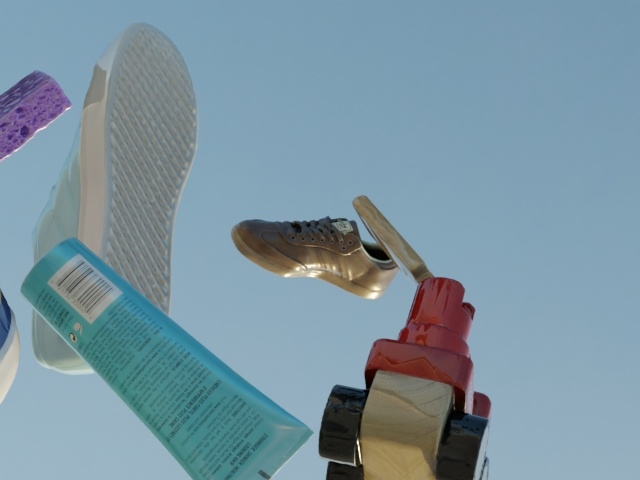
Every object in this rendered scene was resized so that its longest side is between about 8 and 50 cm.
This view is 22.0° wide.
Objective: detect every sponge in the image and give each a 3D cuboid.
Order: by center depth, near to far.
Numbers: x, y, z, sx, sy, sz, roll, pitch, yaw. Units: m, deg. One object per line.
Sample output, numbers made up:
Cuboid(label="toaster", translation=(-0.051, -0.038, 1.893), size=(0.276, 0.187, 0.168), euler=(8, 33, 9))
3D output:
Cuboid(label="sponge", translation=(-0.289, -0.057, 1.288), size=(0.031, 0.210, 0.117), euler=(53, -9, -18))

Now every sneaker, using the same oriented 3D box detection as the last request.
Cuboid(label="sneaker", translation=(-0.222, -0.043, 1.599), size=(0.150, 0.366, 0.135), euler=(-14, -34, 35))
Cuboid(label="sneaker", translation=(0.000, 0.000, 1.641), size=(0.071, 0.188, 0.066), euler=(-57, -144, 23))

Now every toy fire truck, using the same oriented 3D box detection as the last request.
Cuboid(label="toy fire truck", translation=(0.073, 0.104, 1.301), size=(0.158, 0.246, 0.217), euler=(11, -33, 13))

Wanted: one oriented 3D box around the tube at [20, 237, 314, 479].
Cuboid(label="tube", translation=(-0.106, 0.084, 1.066), size=(0.207, 0.052, 0.080), euler=(42, -81, 12))

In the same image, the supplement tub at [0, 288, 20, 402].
Cuboid(label="supplement tub", translation=(-0.320, -0.020, 0.880), size=(0.228, 0.228, 0.316), euler=(0, -59, 39))
